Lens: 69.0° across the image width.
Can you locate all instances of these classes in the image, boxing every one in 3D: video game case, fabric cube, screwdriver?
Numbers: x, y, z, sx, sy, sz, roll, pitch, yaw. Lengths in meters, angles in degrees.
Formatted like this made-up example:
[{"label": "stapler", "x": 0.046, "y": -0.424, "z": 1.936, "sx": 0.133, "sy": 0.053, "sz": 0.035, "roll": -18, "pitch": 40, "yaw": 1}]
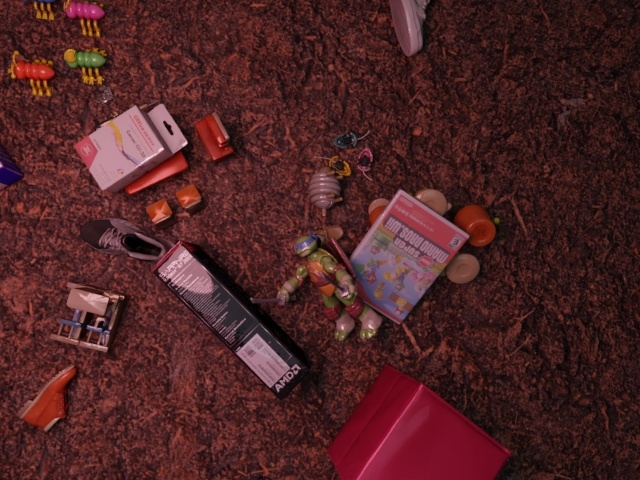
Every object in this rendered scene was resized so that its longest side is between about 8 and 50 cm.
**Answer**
[{"label": "video game case", "x": 0.194, "y": 0.044, "z": 1.141, "sx": 0.204, "sy": 0.025, "sz": 0.285, "roll": 33, "pitch": 106, "yaw": -5}, {"label": "fabric cube", "x": 0.206, "y": 0.474, "z": 1.045, "sx": 0.254, "sy": 0.259, "sz": 0.258, "roll": 39, "pitch": 80, "yaw": -3}, {"label": "screwdriver", "x": -0.463, "y": -0.301, "z": 1.127, "sx": 0.170, "sy": 0.024, "sz": 0.025, "roll": -28, "pitch": 119, "yaw": -17}]

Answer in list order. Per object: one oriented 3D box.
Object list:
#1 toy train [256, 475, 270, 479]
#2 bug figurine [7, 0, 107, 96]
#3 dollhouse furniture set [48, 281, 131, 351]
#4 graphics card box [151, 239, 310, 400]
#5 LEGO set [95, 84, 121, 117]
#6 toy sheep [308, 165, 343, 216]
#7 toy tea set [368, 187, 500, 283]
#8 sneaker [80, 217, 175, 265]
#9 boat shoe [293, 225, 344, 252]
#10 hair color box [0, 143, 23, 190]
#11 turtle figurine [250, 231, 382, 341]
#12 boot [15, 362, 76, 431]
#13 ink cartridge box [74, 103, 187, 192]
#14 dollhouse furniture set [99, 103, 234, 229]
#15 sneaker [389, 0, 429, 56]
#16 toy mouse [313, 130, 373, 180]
[{"label": "toy train", "x": -0.157, "y": 0.632, "z": 1.088, "sx": 0.036, "sy": 0.027, "sz": 0.158, "roll": 18, "pitch": 82, "yaw": -4}, {"label": "bug figurine", "x": -0.615, "y": -0.483, "z": 1.089, "sx": 0.216, "sy": 0.072, "sz": 0.279, "roll": -1, "pitch": 85, "yaw": -10}, {"label": "dollhouse furniture set", "x": -0.508, "y": 0.164, "z": 0.991, "sx": 0.129, "sy": 0.184, "sz": 0.129, "roll": 16, "pitch": 83, "yaw": -8}, {"label": "graphics card box", "x": -0.186, "y": 0.163, "z": 1.020, "sx": 0.371, "sy": 0.233, "sz": 0.094, "roll": 45, "pitch": 83, "yaw": -4}, {"label": "LEGO set", "x": -0.508, "y": -0.338, "z": 1.117, "sx": 0.054, "sy": 0.023, "sz": 0.083, "roll": -43, "pitch": 93, "yaw": -11}, {"label": "toy sheep", "x": 0.012, "y": -0.123, "z": 1.153, "sx": 0.091, "sy": 0.091, "sz": 0.132, "roll": 7, "pitch": 72, "yaw": -9}, {"label": "toy tea set", "x": 0.288, "y": -0.040, "z": 1.199, "sx": 0.336, "sy": 0.124, "sz": 0.200, "roll": 27, "pitch": 111, "yaw": -9}, {"label": "sneaker", "x": -0.440, "y": -0.005, "z": 1.038, "sx": 0.229, "sy": 0.132, "sz": 0.086, "roll": 15, "pitch": 82, "yaw": -1}, {"label": "boat shoe", "x": 0.000, "y": 0.000, "z": 1.161, "sx": 0.135, "sy": 0.045, "sz": 0.050, "roll": -26, "pitch": 90, "yaw": -11}, {"label": "hair color box", "x": -0.847, "y": -0.236, "z": 1.011, "sx": 0.185, "sy": 0.110, "sz": 0.339, "roll": -37, "pitch": 90, "yaw": -10}, {"label": "turtle figurine", "x": 0.001, "y": 0.139, "z": 1.047, "sx": 0.198, "sy": 0.274, "sz": 0.266, "roll": -32, "pitch": 111, "yaw": 15}, {"label": "boot", "x": -0.582, "y": 0.347, "z": 1.031, "sx": 0.085, "sy": 0.059, "sz": 0.158, "roll": 41, "pitch": 88, "yaw": -7}, {"label": "ink cartridge box", "x": -0.402, "y": -0.205, "z": 0.998, "sx": 0.198, "sy": 0.067, "sz": 0.115, "roll": -34, "pitch": 90, "yaw": 1}, {"label": "dollhouse furniture set", "x": -0.341, "y": -0.195, "z": 1.076, "sx": 0.259, "sy": 0.135, "sz": 0.262, "roll": -29, "pitch": 90, "yaw": -11}, {"label": "sneaker", "x": 0.273, "y": -0.641, "z": 1.233, "sx": 0.169, "sy": 0.108, "sz": 0.292, "roll": -10, "pitch": 85, "yaw": -7}, {"label": "toy mouse", "x": 0.084, "y": -0.225, "z": 1.202, "sx": 0.161, "sy": 0.031, "sz": 0.143, "roll": 33, "pitch": 81, "yaw": -5}]
